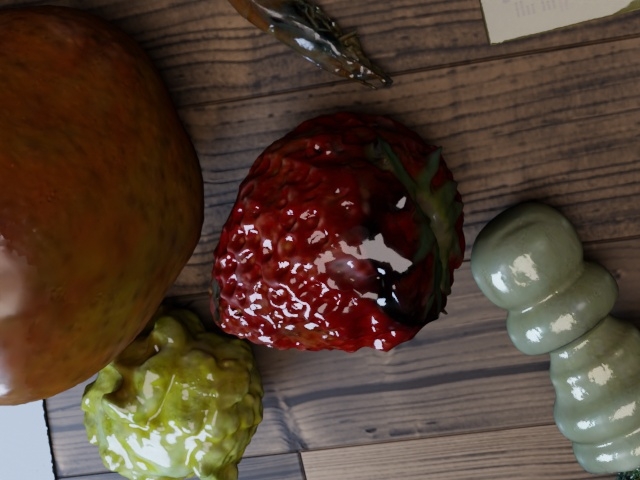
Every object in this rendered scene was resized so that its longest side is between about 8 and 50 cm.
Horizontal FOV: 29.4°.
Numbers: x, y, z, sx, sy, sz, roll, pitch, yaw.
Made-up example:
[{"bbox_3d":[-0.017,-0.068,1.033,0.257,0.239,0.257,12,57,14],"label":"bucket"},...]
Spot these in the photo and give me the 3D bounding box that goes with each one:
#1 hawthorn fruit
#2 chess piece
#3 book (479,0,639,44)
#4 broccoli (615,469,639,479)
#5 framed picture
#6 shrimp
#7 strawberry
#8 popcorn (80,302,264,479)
[{"bbox_3d":[-0.364,-0.045,1.321,0.472,0.472,0.471,2,114,5],"label":"hawthorn fruit"},{"bbox_3d":[0.304,0.104,1.467,0.182,0.182,0.330,-33,100,18],"label":"chess piece"},{"bbox_3d":[0.265,-0.319,1.358,0.192,0.013,0.168,-12,111,11],"label":"book"},{"bbox_3d":[0.534,0.356,1.510,0.353,0.397,0.275,38,110,27],"label":"broccoli"},{"bbox_3d":[-0.496,0.250,1.673,0.244,0.013,0.324,-2,113,-1],"label":"framed picture"},{"bbox_3d":[-0.002,-0.274,1.388,0.251,0.052,0.143,39,105,-12],"label":"shrimp"},{"bbox_3d":[0.005,-0.010,1.388,0.310,0.292,0.291,5,115,22],"label":"strawberry"},{"bbox_3d":[-0.185,0.207,1.542,0.256,0.195,0.255,-18,106,33],"label":"popcorn"}]
